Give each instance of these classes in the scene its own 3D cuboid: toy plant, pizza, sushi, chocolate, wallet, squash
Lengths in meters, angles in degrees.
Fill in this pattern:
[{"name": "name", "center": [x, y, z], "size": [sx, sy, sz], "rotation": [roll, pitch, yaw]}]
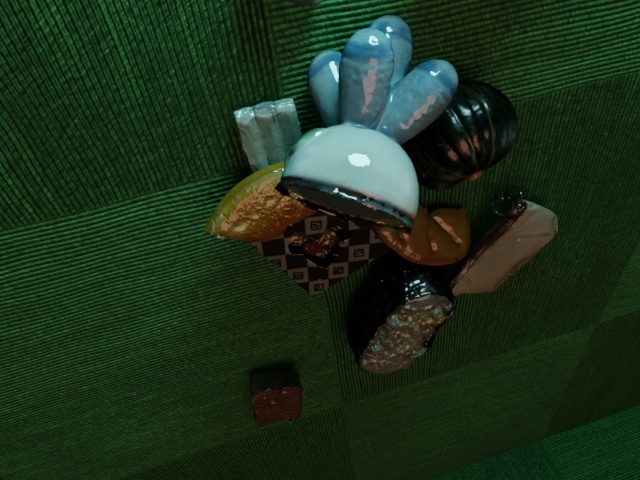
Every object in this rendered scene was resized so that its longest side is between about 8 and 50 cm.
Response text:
[{"name": "toy plant", "center": [0.080, -0.198, 0.708], "size": [0.247, 0.247, 0.333], "rotation": [18, 86, -31]}, {"name": "pizza", "center": [-0.089, -0.073, 0.832], "size": [0.271, 0.056, 0.134], "rotation": [-36, 130, 6]}, {"name": "sushi", "center": [0.000, 0.000, 0.989], "size": [0.219, 0.047, 0.231], "rotation": [-34, 128, 16]}, {"name": "sushi", "center": [0.196, 0.189, 1.135], "size": [0.210, 0.171, 0.350], "rotation": [4, 129, -20]}, {"name": "chocolate", "center": [-0.131, 0.450, 1.294], "size": [0.148, 0.093, 0.214], "rotation": [-9, 132, -14]}, {"name": "wallet", "center": [0.465, 0.025, 1.140], "size": [0.274, 0.068, 0.336], "rotation": [8, 127, -35]}, {"name": "squash", "center": [0.247, -0.190, 0.820], "size": [0.218, 0.218, 0.173], "rotation": [-36, 93, 12]}]

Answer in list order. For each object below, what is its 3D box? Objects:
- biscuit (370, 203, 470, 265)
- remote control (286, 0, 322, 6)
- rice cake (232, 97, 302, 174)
[{"name": "biscuit", "center": [0.227, -0.025, 1.004], "size": [0.298, 0.045, 0.155], "rotation": [13, 86, -28]}, {"name": "remote control", "center": [-0.016, -0.484, 0.555], "size": [0.127, 0.066, 0.336], "rotation": [2, 128, -19]}, {"name": "rice cake", "center": [-0.080, -0.158, 0.827], "size": [0.124, 0.038, 0.211], "rotation": [-14, 133, -8]}]
